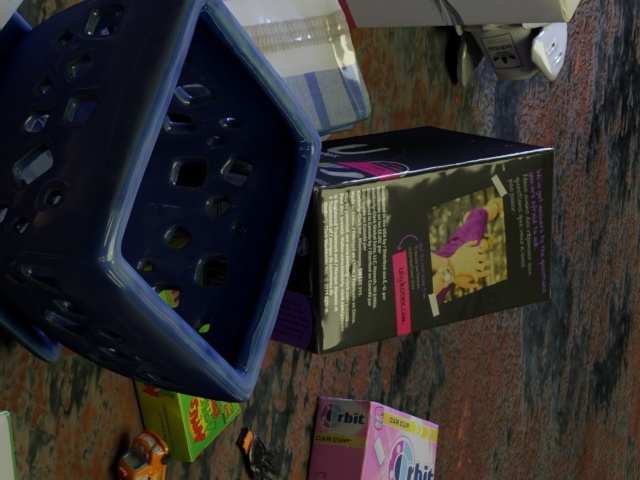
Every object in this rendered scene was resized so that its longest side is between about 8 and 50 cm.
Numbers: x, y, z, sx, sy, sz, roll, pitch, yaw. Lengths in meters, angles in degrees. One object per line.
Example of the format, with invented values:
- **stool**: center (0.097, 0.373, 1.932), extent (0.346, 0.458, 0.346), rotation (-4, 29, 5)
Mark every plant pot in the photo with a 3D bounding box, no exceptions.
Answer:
- **plant pot**: center (-0.156, -0.036, 1.444), extent (0.236, 0.212, 0.236), rotation (52, 48, -52)

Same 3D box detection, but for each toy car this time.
- **toy car**: center (-0.131, 0.217, 1.645), extent (0.040, 0.122, 0.060), rotation (-14, 144, -36)

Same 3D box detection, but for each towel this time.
- **towel**: center (-0.050, -0.220, 1.688), extent (0.209, 0.034, 0.285), rotation (-17, 94, -54)

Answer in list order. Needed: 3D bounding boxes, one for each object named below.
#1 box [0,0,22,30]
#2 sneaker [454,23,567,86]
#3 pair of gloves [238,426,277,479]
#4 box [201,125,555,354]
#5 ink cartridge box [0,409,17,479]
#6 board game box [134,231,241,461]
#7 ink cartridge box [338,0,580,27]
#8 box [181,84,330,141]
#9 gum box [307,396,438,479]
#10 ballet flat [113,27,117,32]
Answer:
- **box**: center (-0.232, -0.246, 1.444), extent (0.244, 0.060, 0.100), rotation (-62, 143, -40)
- **sneaker**: center (0.182, -0.257, 2.166), extent (0.366, 0.137, 0.210), rotation (-43, 127, -58)
- **pair of gloves**: center (-0.066, 0.224, 1.863), extent (0.074, 0.010, 0.083), rotation (53, 44, -49)
- **box**: center (0.051, -0.008, 1.702), extent (0.270, 0.165, 0.143), rotation (-11, 107, -39)
- **ink cartridge box**: center (-0.290, 0.178, 1.208), extent (0.087, 0.208, 0.153), rotation (-31, 120, -62)
- **board game box**: center (-0.123, 0.088, 1.704), extent (0.092, 0.043, 0.181), rotation (-44, 129, -53)
- **ink cartridge box**: center (0.126, -0.301, 1.895), extent (0.207, 0.283, 0.117), rotation (-58, 141, -44)
- **box**: center (-0.055, -0.115, 1.771), extent (0.102, 0.087, 0.101), rotation (-53, 137, -48)
- **gum box**: center (0.059, 0.229, 2.047), extent (0.188, 0.062, 0.107), rotation (27, 68, -61)
- **ballet flat**: center (-0.130, -0.215, 1.656), extent (0.052, 0.057, 0.168), rotation (54, 45, -64)
